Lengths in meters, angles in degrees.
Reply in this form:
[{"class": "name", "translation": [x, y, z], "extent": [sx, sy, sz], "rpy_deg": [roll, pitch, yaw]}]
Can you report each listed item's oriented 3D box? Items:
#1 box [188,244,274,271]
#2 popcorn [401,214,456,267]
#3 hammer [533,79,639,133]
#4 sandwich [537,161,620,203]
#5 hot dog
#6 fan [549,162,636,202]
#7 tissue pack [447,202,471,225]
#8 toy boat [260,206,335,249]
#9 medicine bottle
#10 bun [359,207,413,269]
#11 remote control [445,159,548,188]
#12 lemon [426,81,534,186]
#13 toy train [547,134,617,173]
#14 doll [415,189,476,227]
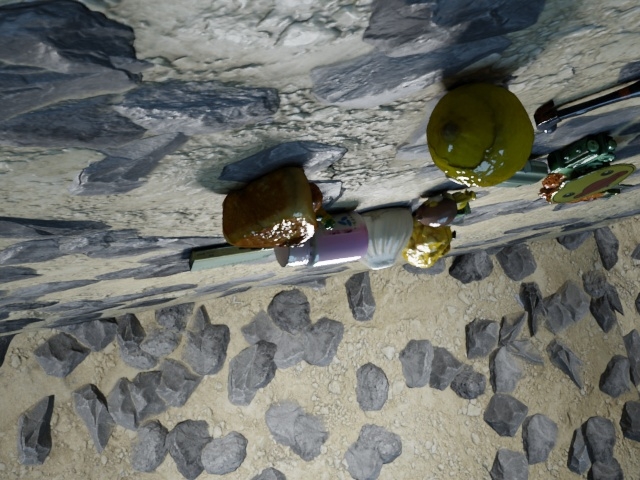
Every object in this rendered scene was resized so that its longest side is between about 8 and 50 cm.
[{"class": "box", "translation": [-0.293, 0.047, 2.131], "extent": [0.270, 0.045, 0.211], "rpy_deg": [-9, 171, -16]}, {"class": "popcorn", "translation": [0.363, -0.001, 2.235], "extent": [0.191, 0.190, 0.253], "rpy_deg": [-7, 178, 29]}, {"class": "hammer", "translation": [0.562, -0.278, 1.271], "extent": [0.289, 0.037, 0.137], "rpy_deg": [-17, 171, 31]}, {"class": "sandwich", "translation": [0.794, -0.175, 1.991], "extent": [0.292, 0.109, 0.212], "rpy_deg": [-6, 176, -21]}, {"class": "hot dog", "translation": [-0.091, -0.064, 1.421], "extent": [0.256, 0.150, 0.153], "rpy_deg": [-21, 158, 41]}, {"class": "fan", "translation": [0.775, -0.154, 1.793], "extent": [0.335, 0.011, 0.229], "rpy_deg": [-2, 158, -36]}, {"class": "tissue pack", "translation": [0.422, -0.087, 2.108], "extent": [0.111, 0.079, 0.085], "rpy_deg": [-4, 167, -38]}, {"class": "toy boat", "translation": [-0.071, -0.042, 1.739], "extent": [0.229, 0.088, 0.089], "rpy_deg": [-16, 171, 20]}, {"class": "medicine bottle", "translation": [0.000, 0.000, 1.890], "extent": [0.254, 0.152, 0.152], "rpy_deg": [-6, 169, -24]}, {"class": "bun", "translation": [0.181, 0.005, 2.084], "extent": [0.263, 0.175, 0.263], "rpy_deg": [-10, 171, -2]}, {"class": "remote control", "translation": [0.456, -0.172, 1.662], "extent": [0.335, 0.066, 0.128], "rpy_deg": [-2, 176, -45]}, {"class": "lemon", "translation": [0.269, -0.174, 1.091], "extent": [0.180, 0.181, 0.193], "rpy_deg": [-16, 141, 27]}, {"class": "toy train", "translation": [0.677, -0.220, 1.673], "extent": [0.111, 0.071, 0.170], "rpy_deg": [-1, 168, -17]}, {"class": "doll", "translation": [0.366, -0.104, 1.946], "extent": [0.188, 0.096, 0.145], "rpy_deg": [-35, -158, -34]}]
